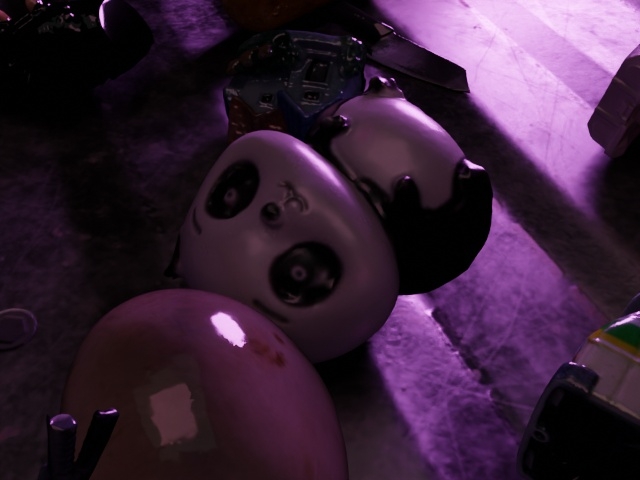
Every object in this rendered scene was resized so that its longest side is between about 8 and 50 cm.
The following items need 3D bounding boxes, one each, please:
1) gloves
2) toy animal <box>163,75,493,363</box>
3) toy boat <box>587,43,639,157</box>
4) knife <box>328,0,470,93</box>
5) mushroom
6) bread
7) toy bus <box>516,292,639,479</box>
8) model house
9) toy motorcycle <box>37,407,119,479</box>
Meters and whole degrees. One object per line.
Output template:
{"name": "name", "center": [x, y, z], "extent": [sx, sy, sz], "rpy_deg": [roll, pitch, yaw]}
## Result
{"name": "gloves", "center": [-0.312, -0.214, 0.858], "extent": [0.203, 0.124, 0.164], "rpy_deg": [-14, 11, 19]}
{"name": "toy animal", "center": [0.004, -0.006, 0.616], "extent": [0.235, 0.165, 0.187], "rpy_deg": [-27, 62, -28]}
{"name": "toy boat", "center": [0.411, -0.183, 0.839], "extent": [0.269, 0.141, 0.141], "rpy_deg": [-24, 50, -27]}
{"name": "knife", "center": [0.094, -0.235, 0.960], "extent": [0.230, 0.028, 0.060], "rpy_deg": [35, 65, 25]}
{"name": "mushroom", "center": [-0.088, 0.139, 0.474], "extent": [0.204, 0.204, 0.204], "rpy_deg": [1, 44, -1]}
{"name": "bread", "center": [0.015, -0.359, 1.032], "extent": [0.124, 0.084, 0.344], "rpy_deg": [21, 42, 41]}
{"name": "toy bus", "center": [0.286, 0.148, 0.494], "extent": [0.276, 0.133, 0.165], "rpy_deg": [29, 51, 23]}
{"name": "model house", "center": [-0.033, -0.123, 0.781], "extent": [0.148, 0.119, 0.148], "rpy_deg": [8, 52, 6]}
{"name": "toy motorcycle", "center": [-0.142, 0.233, 0.294], "extent": [0.358, 0.125, 0.212], "rpy_deg": [-36, 56, 14]}
